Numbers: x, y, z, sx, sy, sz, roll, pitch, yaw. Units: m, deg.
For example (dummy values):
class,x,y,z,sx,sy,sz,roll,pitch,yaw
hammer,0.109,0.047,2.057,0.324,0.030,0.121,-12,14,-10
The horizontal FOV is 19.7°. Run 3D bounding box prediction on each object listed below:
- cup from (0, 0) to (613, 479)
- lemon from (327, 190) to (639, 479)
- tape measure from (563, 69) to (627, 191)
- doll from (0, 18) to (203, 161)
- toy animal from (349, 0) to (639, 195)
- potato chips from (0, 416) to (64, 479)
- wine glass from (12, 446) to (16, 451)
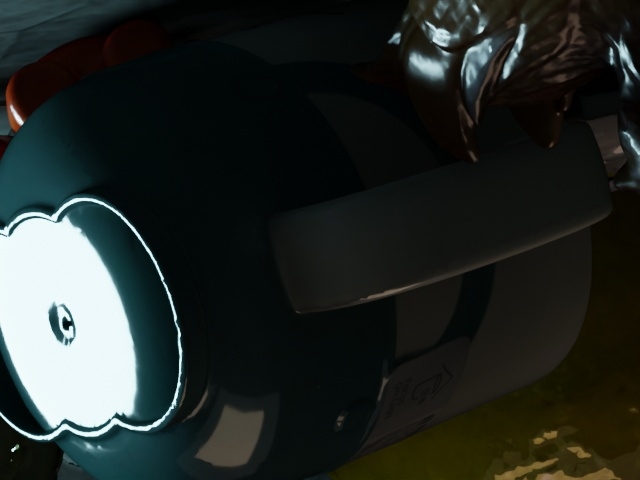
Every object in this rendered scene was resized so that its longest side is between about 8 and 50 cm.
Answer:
class,x,y,z,sx,sy,sz,roll,pitch,yaw
cup,0.000,0.000,0.863,0.258,0.219,0.290,-19,-175,-37
lemon,0.139,0.082,1.360,0.364,0.364,0.364,-8,173,-1
tape measure,0.126,-0.070,1.064,0.197,0.120,0.236,-11,170,-26
doll,-0.132,-0.062,1.033,0.142,0.076,0.245,-24,172,-13
toy animal,0.080,-0.074,0.702,0.089,0.179,0.188,-11,163,-36
potato chips,-0.283,0.106,1.219,0.373,0.389,0.097,-6,-159,-42
wine glass,-0.245,0.173,1.502,0.267,0.406,0.267,-5,174,0
